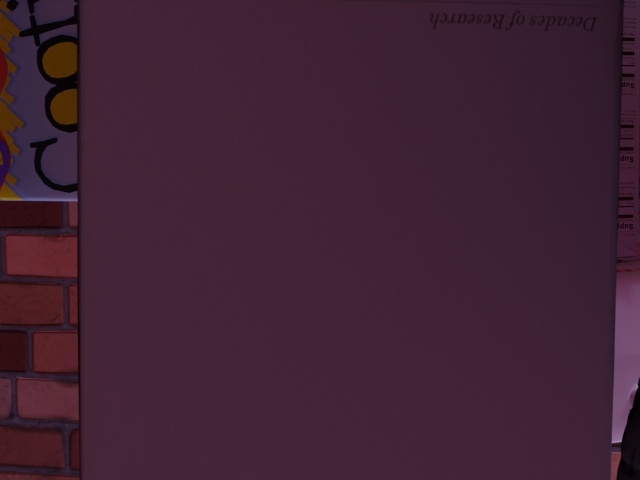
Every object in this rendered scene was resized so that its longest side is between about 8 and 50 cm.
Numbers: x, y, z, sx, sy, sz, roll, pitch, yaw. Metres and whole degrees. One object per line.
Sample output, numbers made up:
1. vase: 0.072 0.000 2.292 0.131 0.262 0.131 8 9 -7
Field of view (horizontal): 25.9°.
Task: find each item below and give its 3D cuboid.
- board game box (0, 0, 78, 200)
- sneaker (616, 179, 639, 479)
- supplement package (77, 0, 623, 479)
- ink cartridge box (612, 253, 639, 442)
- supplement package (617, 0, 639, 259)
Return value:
1. board game box: -0.055 -0.093 0.752 0.275 0.142 0.144 1 -175 24
2. sneaker: 0.165 0.005 0.424 0.130 0.286 0.109 12 -136 23
3. supplement package: 0.000 0.000 0.514 0.175 0.293 0.177 0 -176 -8
4. ink cartridge box: 0.181 0.071 1.094 0.207 0.117 0.283 -3 -175 -26
5. supplement package: 0.138 -0.090 1.091 0.149 0.203 0.194 -2 -175 -20
